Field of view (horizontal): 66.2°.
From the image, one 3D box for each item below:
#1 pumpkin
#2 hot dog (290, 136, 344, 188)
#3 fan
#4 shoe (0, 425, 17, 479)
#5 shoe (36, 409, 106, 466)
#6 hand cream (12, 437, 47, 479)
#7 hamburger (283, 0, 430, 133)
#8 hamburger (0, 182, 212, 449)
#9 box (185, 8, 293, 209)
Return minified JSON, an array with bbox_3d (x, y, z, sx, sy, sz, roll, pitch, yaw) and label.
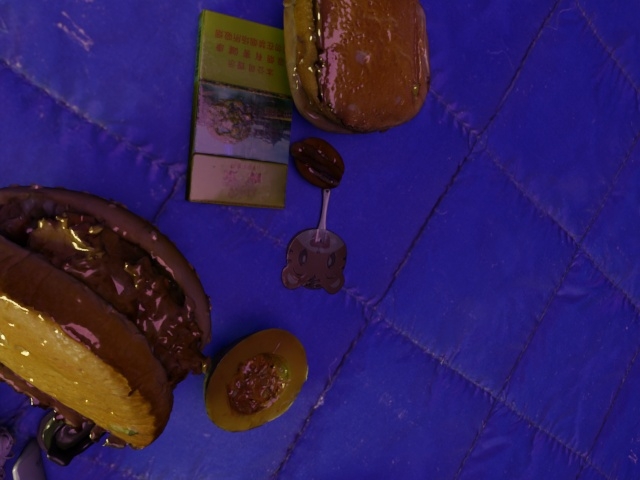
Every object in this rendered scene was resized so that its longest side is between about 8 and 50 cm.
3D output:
[{"bbox_3d":[-0.140,0.258,0.955,0.217,0.110,0.217,-11,109,-35],"label":"pumpkin"},{"bbox_3d":[-0.005,-0.159,0.981,0.140,0.060,0.090,41,79,-29],"label":"hot dog"},{"bbox_3d":[0.000,0.000,1.037,0.152,0.008,0.227,7,94,-26],"label":"fan"},{"bbox_3d":[-0.537,0.358,0.769,0.137,0.095,0.245,-27,101,-18],"label":"shoe"},{"bbox_3d":[-0.372,0.284,0.831,0.227,0.112,0.099,-43,112,-13],"label":"shoe"},{"bbox_3d":[-0.477,0.463,0.826,0.048,0.079,0.255,-5,101,-12],"label":"hand cream"},{"bbox_3d":[0.066,-0.354,0.916,0.284,0.174,0.304,-12,101,-39],"label":"hamburger"},{"bbox_3d":[-0.311,0.085,0.708,0.445,0.287,0.268,50,39,-22],"label":"hamburger"},{"bbox_3d":[-0.144,-0.231,0.915,0.187,0.047,0.335,3,96,-27],"label":"box"}]
